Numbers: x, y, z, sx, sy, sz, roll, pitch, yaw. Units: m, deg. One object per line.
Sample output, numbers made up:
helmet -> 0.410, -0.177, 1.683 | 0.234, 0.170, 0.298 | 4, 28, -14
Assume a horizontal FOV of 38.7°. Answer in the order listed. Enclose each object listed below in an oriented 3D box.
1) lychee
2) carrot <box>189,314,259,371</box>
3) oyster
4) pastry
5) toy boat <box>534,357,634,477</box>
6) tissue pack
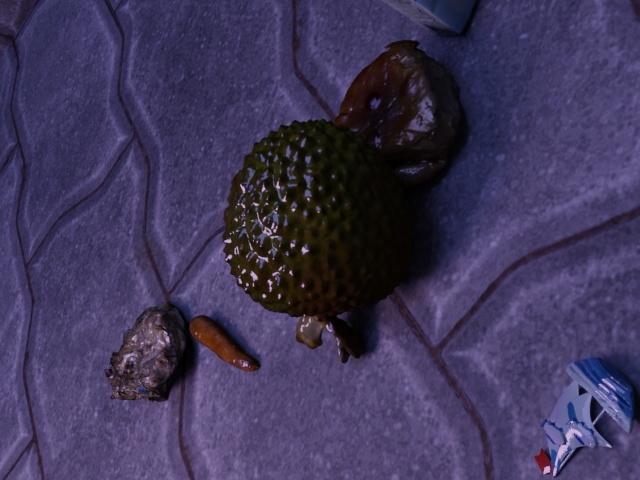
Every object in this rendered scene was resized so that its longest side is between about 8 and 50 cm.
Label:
lychee -> -0.001, -0.010, 1.261 | 0.270, 0.320, 0.269 | -4, 53, 5
carrot -> -0.165, 0.175, 1.541 | 0.191, 0.047, 0.047 | 28, 94, 50
oyster -> -0.323, 0.214, 1.672 | 0.198, 0.092, 0.259 | -55, 36, 8
pastry -> 0.115, -0.183, 1.347 | 0.218, 0.100, 0.228 | 8, 79, 51
toy boat -> 0.290, 0.192, 1.021 | 0.149, 0.034, 0.105 | -49, 43, 40
tissue pack -> 0.181, -0.456, 1.346 | 0.089, 0.177, 0.263 | 21, 88, 52
